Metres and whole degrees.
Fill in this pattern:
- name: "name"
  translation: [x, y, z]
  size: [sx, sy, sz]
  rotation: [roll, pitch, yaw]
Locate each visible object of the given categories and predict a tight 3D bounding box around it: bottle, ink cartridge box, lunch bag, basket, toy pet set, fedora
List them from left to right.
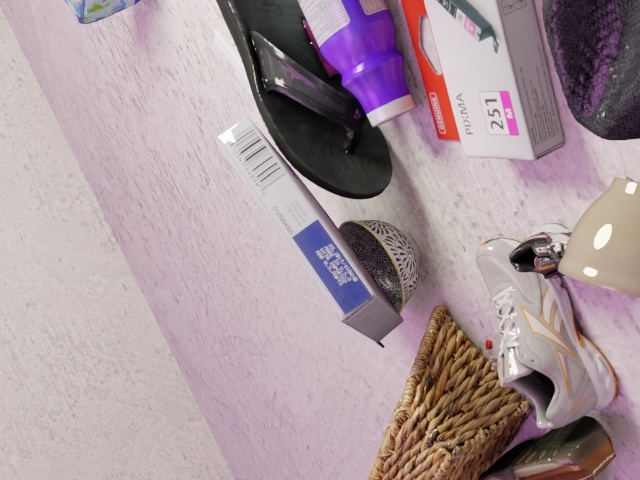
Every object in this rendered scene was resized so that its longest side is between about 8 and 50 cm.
- name: "lunch bag"
  translation: [-0.413, -0.528, 1.794]
  size: [0.090, 0.176, 0.219]
  rotation: [55, 156, 6]
- name: "ink cartridge box"
  translation: [-0.081, -0.276, 1.491]
  size: [0.207, 0.097, 0.046]
  rotation: [54, 153, 21]
- name: "ink cartridge box"
  translation: [0.000, 0.000, 1.378]
  size: [0.324, 0.071, 0.330]
  rotation: [54, -176, 18]
- name: "bottle"
  translation: [0.042, -0.295, 1.245]
  size: [0.282, 0.092, 0.118]
  rotation: [64, 155, -2]
- name: "basket"
  translation: [0.154, 0.293, 1.443]
  size: [0.223, 0.214, 0.299]
  rotation: [49, 151, 26]
- name: "ink cartridge box"
  translation: [0.165, -0.237, 1.111]
  size: [0.239, 0.060, 0.275]
  rotation: [11, 123, 58]
- name: "toy pet set"
  translation: [0.281, 0.147, 1.276]
  size: [0.114, 0.065, 0.122]
  rotation: [-92, 5, -47]
- name: "fedora"
  translation: [0.289, -0.204, 0.785]
  size: [0.334, 0.153, 0.334]
  rotation: [44, 147, 40]

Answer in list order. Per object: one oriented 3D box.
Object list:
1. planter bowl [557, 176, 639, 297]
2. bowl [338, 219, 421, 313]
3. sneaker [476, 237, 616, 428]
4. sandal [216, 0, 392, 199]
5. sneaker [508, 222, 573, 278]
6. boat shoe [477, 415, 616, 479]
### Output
- name: "planter bowl"
  translation: [0.333, -0.003, 0.924]
  size: [0.162, 0.162, 0.109]
  rotation: [22, 103, 54]
- name: "bowl"
  translation: [0.106, 0.031, 1.445]
  size: [0.170, 0.080, 0.170]
  rotation: [44, 149, 36]
- name: "sneaker"
  translation: [0.267, 0.120, 1.177]
  size: [0.262, 0.121, 0.099]
  rotation: [58, 153, 11]
- name: "sandal"
  translation: [-0.028, -0.261, 1.331]
  size: [0.445, 0.168, 0.107]
  rotation: [61, 148, 6]
- name: "sneaker"
  translation: [0.295, 0.020, 1.082]
  size: [0.178, 0.077, 0.072]
  rotation: [-15, 102, 63]
- name: "boat shoe"
  translation: [0.332, 0.335, 1.280]
  size: [0.120, 0.123, 0.324]
  rotation: [52, 161, 11]
